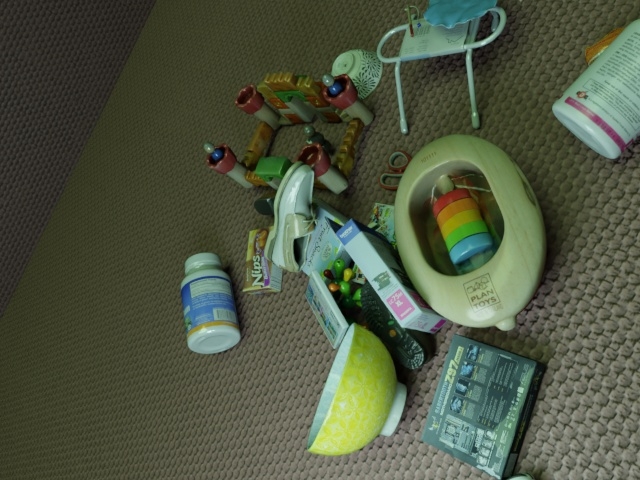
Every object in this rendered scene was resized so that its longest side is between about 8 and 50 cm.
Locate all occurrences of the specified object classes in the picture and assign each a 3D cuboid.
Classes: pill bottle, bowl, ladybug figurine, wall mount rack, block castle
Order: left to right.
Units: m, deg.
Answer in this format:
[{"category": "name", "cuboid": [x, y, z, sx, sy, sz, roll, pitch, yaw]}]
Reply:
[{"category": "pill bottle", "cuboid": [-0.328, 0.178, 1.710, 0.152, 0.152, 0.272, -34, 53, 26]}, {"category": "block castle", "cuboid": [-0.101, -0.308, 1.643, 0.453, 0.213, 0.303, 8, 70, 42]}, {"category": "bowl", "cuboid": [0.087, -0.485, 1.672, 0.170, 0.080, 0.170, -17, 62, 35]}, {"category": "bowl", "cuboid": [0.093, 0.337, 1.258, 0.156, 0.289, 0.289, 20, 86, 0]}, {"category": "wall mount rack", "cuboid": [0.300, -0.432, 1.442, 0.350, 0.130, 0.304, 4, 72, 42]}, {"category": "ladybug figurine", "cuboid": [0.318, -0.014, 1.223, 0.305, 0.162, 0.449, -28, 56, 29]}, {"category": "pill bottle", "cuboid": [0.598, -0.308, 1.102, 0.283, 0.160, 0.160, -49, 48, 16]}]

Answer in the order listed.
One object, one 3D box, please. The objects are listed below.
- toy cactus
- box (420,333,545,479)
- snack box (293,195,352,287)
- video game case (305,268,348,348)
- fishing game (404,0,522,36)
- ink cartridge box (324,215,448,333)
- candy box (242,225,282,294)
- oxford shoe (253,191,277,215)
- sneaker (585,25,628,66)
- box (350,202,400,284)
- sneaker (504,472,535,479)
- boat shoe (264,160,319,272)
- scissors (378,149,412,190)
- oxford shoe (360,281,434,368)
[{"category": "toy cactus", "cuboid": [0.051, 0.162, 1.421, 0.180, 0.112, 0.219, -34, 80, 52]}, {"category": "box", "cuboid": [0.318, 0.322, 1.157, 0.183, 0.059, 0.233, 14, 83, 43]}, {"category": "snack box", "cuboid": [0.000, 0.000, 1.537, 0.207, 0.070, 0.175, 38, 111, 42]}, {"category": "video game case", "cuboid": [0.012, 0.164, 1.388, 0.019, 0.143, 0.157, -22, 66, -19]}, {"category": "fishing game", "cuboid": [0.330, -0.553, 1.364, 0.264, 0.041, 0.189, -16, 48, 18]}, {"category": "ink cartridge box", "cuboid": [0.144, 0.062, 1.287, 0.065, 0.186, 0.311, -45, 61, 13]}, {"category": "candy box", "cuboid": [-0.161, 0.058, 1.684, 0.109, 0.053, 0.187, -10, 65, 38]}, {"category": "oxford shoe", "cuboid": [-0.091, -0.117, 1.688, 0.212, 0.076, 0.076, 6, 38, 33]}, {"category": "sneaker", "cuboid": [0.626, -0.417, 1.191, 0.175, 0.064, 0.067, -22, 50, 30]}, {"category": "box", "cuboid": [0.155, 0.016, 1.438, 0.114, 0.036, 0.207, 13, 82, 43]}, {"category": "sneaker", "cuboid": [0.314, 0.531, 1.061, 0.228, 0.086, 0.132, -40, 53, 21]}, {"category": "boat shoe", "cuboid": [-0.055, -0.053, 1.460, 0.103, 0.113, 0.302, 32, 131, 22]}, {"category": "scissors", "cuboid": [0.271, -0.169, 1.429, 0.297, 0.021, 0.109, 8, 76, 41]}, {"category": "oxford shoe", "cuboid": [0.170, 0.185, 1.313, 0.083, 0.096, 0.227, -50, 62, 30]}]
